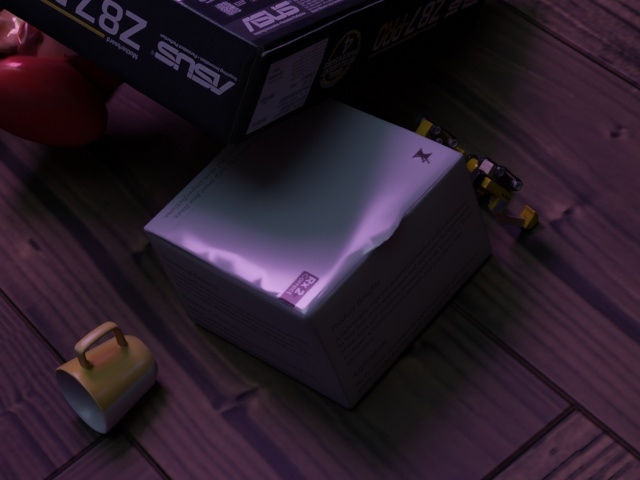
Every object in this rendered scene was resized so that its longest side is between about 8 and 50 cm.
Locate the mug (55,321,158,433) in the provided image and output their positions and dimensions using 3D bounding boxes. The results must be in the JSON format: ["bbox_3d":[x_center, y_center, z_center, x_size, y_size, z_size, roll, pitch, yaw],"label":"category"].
[{"bbox_3d":[-0.158,0.102,1.311,0.064,0.078,0.062,-37,82,-25],"label":"mug"}]

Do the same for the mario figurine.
[{"bbox_3d":[-0.250,-0.231,1.508,0.170,0.198,0.321,-36,71,35],"label":"mario figurine"}]

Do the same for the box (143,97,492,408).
[{"bbox_3d":[0.000,0.000,1.307,0.182,0.119,0.181,27,63,37],"label":"box"}]

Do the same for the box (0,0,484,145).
[{"bbox_3d":[-0.075,-0.238,1.386,0.318,0.097,0.395,33,34,17],"label":"box"}]

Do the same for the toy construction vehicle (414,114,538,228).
[{"bbox_3d":[0.118,-0.049,1.328,0.035,0.098,0.086,-55,45,1],"label":"toy construction vehicle"}]
